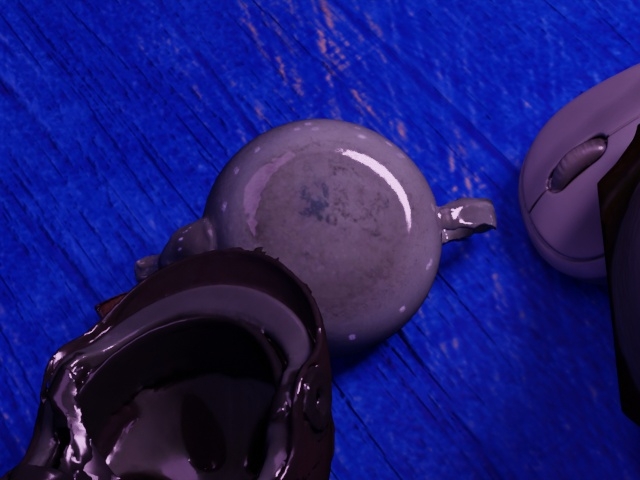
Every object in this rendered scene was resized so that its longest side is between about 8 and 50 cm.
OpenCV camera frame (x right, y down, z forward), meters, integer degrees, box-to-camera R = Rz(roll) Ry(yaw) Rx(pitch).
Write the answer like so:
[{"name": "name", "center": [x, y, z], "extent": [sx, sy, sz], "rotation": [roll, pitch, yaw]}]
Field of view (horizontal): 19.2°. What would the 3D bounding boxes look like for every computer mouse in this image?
[{"name": "computer mouse", "center": [0.299, -0.077, 1.505], "extent": [0.296, 0.121, 0.184], "rotation": [-15, 50, 6]}]

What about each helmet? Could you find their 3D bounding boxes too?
[{"name": "helmet", "center": [-0.088, 0.170, 1.401], "extent": [0.225, 0.177, 0.305], "rotation": [4, 47, 33]}]

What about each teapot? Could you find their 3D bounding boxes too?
[{"name": "teapot", "center": [0.000, 0.000, 1.525], "extent": [0.294, 0.129, 0.193], "rotation": [-7, 81, -10]}]

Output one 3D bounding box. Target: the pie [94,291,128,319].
[{"name": "pie", "center": [-0.105, 0.050, 1.602], "extent": [0.170, 0.034, 0.092], "rotation": [-25, 44, -2]}]

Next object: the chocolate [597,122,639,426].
[{"name": "chocolate", "center": [0.352, 0.000, 1.256], "extent": [0.314, 0.297, 0.326], "rotation": [-3, 68, 5]}]
